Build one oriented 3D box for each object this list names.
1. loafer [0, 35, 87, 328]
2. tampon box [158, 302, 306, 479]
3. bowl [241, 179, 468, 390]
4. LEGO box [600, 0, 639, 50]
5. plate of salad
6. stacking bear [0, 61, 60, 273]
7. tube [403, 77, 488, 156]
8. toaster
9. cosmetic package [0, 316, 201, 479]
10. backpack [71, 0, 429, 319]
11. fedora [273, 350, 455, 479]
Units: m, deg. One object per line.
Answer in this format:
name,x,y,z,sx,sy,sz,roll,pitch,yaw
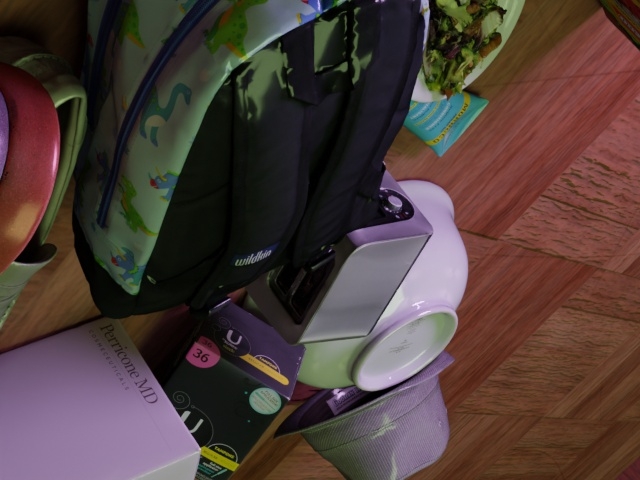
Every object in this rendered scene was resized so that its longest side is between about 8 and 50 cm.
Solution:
loafer,-0.263,0.003,1.043,0.112,0.111,0.319,-3,120,-49
tampon box,-0.112,0.167,1.489,0.161,0.120,0.101,-55,-172,30
bowl,0.065,0.081,1.576,0.298,0.134,0.298,-27,151,-17
LEGO box,0.457,-0.394,1.239,0.500,0.193,0.372,-42,151,10
plate of salad,0.139,-0.215,1.269,0.200,0.048,0.199,-31,140,-30
stacking bear,-0.322,-0.076,0.830,0.164,0.175,0.289,-5,162,44
tube,0.108,-0.139,1.392,0.080,0.052,0.207,-45,154,14
toaster,0.000,0.000,1.353,0.110,0.168,0.185,-5,138,-40
cosmetic package,-0.324,0.238,1.318,0.366,0.197,0.155,-22,147,-28
backpack,-0.058,-0.120,1.057,0.290,0.273,0.355,-22,170,-21
fedora,0.075,0.237,1.714,0.244,0.124,0.275,-25,-176,13
